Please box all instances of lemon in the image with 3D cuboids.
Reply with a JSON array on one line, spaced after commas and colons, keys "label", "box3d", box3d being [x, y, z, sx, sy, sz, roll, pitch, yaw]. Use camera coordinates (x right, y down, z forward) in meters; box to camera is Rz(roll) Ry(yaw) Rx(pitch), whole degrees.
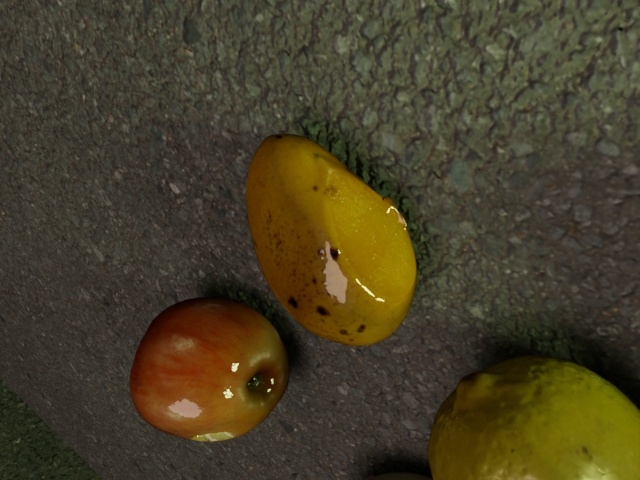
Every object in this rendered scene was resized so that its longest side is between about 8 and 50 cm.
[{"label": "lemon", "box3d": [0.257, 0.267, 0.595, 0.284, 0.260, 0.260, 37, 134, 14]}]

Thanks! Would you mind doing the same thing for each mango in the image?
[{"label": "mango", "box3d": [0.000, 0.000, 0.678, 0.191, 0.160, 0.290, -19, 102, 53]}]

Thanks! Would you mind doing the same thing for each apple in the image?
[{"label": "apple", "box3d": [-0.186, 0.222, 0.908, 0.241, 0.242, 0.241, 2, 120, 29]}]

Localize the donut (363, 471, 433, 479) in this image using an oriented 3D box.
[{"label": "donut", "box3d": [0.196, 0.556, 0.909, 0.383, 0.142, 0.382, 20, 129, 27]}]
